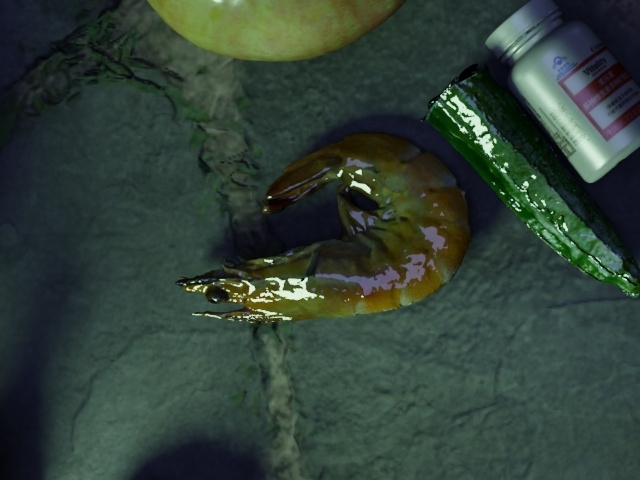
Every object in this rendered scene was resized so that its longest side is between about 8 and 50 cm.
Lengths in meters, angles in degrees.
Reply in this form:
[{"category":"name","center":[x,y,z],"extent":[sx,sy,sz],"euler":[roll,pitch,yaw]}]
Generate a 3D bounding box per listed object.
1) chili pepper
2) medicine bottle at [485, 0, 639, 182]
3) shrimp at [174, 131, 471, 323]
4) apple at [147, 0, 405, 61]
[{"category":"chili pepper","center":[0.178,-0.039,1.172],"extent":[0.059,0.088,0.227],"euler":[-43,88,-10]},{"category":"medicine bottle","center":[0.196,-0.121,1.161],"extent":[0.079,0.079,0.140],"euler":[-39,85,10]},{"category":"shrimp","center":[0.000,0.000,1.215],"extent":[0.249,0.068,0.150],"euler":[-19,76,6]},{"category":"apple","center":[-0.029,-0.260,1.120],"extent":[0.257,0.234,0.257],"euler":[0,90,10]}]
